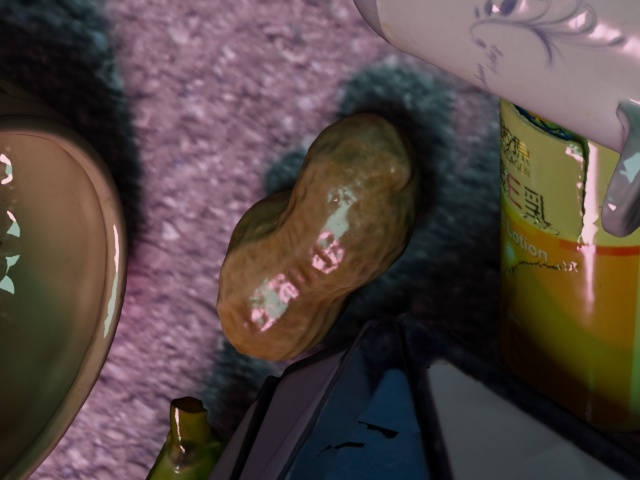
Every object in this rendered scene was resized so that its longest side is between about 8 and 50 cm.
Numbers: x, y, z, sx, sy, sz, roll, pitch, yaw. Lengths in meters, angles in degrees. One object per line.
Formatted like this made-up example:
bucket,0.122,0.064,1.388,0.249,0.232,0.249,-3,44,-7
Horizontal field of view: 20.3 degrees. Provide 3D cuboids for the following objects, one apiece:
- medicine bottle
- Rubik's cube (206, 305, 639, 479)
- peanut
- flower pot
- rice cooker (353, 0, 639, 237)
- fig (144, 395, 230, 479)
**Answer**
medicine bottle,0.150,-0.020,0.933,0.124,0.124,0.239,10,129,20
Rubik's cube,0.052,0.252,0.994,0.307,0.310,0.305,33,165,-8
peanut,-0.001,-0.002,1.055,0.089,0.089,0.193,38,129,-5
flower pot,-0.296,0.020,1.088,0.244,0.307,0.307,23,134,31
rice cooker,0.170,-0.146,0.723,0.316,0.317,0.264,17,169,14
fig,-0.052,0.272,1.216,0.233,0.233,0.314,26,107,6
